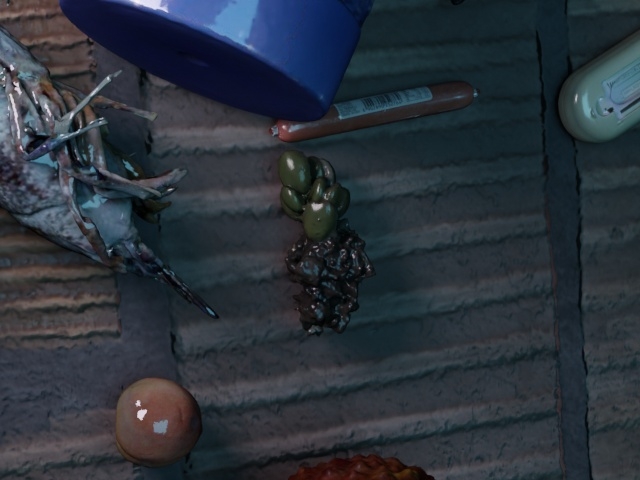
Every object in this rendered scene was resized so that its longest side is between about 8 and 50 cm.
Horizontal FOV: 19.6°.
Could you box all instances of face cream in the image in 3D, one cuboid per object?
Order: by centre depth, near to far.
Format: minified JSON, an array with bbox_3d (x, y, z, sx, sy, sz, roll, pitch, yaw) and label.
[{"bbox_3d":[-0.068,-0.250,1.564,0.249,0.249,0.225,24,82,-23],"label":"face cream"}]

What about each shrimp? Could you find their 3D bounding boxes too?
[{"bbox_3d":[-0.207,-0.071,1.557,0.372,0.172,0.137,33,74,-14],"label":"shrimp"}]

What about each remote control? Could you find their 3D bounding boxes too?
[{"bbox_3d":[0.332,-0.172,1.857,0.221,0.042,0.078,-33,104,-19],"label":"remote control"}]

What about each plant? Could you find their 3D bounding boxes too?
[{"bbox_3d":[0.000,0.000,1.704,0.085,0.087,0.174,-16,97,-58],"label":"plant"}]

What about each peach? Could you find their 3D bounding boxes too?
[{"bbox_3d":[-0.145,0.162,1.644,0.083,0.083,0.083,-1,93,-24],"label":"peach"}]

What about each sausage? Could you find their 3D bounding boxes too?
[{"bbox_3d":[0.053,-0.122,1.744,0.223,0.029,0.029,-13,98,-22],"label":"sausage"}]

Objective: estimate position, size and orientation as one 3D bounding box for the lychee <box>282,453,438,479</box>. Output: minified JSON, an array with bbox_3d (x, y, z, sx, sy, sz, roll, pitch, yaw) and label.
[{"bbox_3d":[0.032,0.328,1.632,0.304,0.276,0.276,-19,101,0],"label":"lychee"}]

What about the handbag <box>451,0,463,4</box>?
[{"bbox_3d":[0.164,-0.382,1.750,0.254,0.088,0.211,-41,110,-13],"label":"handbag"}]
